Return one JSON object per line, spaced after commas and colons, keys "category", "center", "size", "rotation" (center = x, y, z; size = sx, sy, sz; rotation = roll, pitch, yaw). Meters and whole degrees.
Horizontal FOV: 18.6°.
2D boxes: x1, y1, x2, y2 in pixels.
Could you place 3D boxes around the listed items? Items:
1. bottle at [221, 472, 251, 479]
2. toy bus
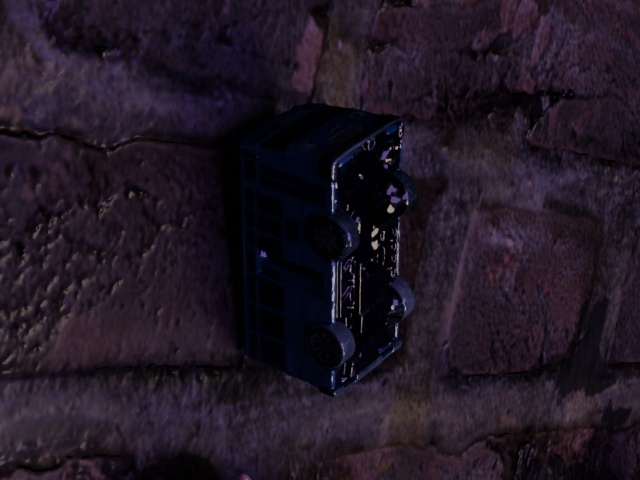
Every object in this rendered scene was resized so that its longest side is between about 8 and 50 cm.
{"category": "bottle", "center": [-0.024, 0.247, 1.355], "size": [0.236, 0.147, 0.147], "rotation": [30, 76, -49]}
{"category": "toy bus", "center": [0.000, 0.000, 1.326], "size": [0.090, 0.106, 0.184], "rotation": [-33, 133, -43]}
